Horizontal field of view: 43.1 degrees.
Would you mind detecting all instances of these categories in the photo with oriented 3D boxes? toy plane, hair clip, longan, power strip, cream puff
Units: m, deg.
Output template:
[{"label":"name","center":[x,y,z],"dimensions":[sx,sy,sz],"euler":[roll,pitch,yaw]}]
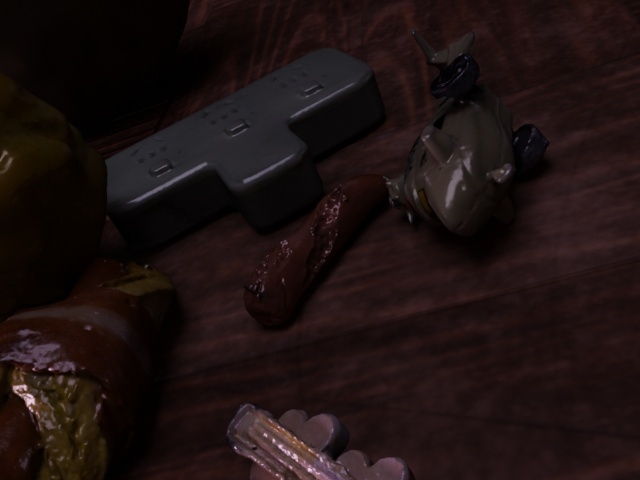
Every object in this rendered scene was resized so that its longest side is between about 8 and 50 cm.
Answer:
[{"label":"toy plane","center":[0.100,-0.091,0.609],"dimensions":[0.108,0.092,0.286],"euler":[-36,25,33]},{"label":"hair clip","center":[0.025,0.126,0.372],"dimensions":[0.062,0.056,0.214],"euler":[-53,30,-12]},{"label":"longan","center":[-0.362,-0.292,0.927],"dimensions":[0.404,0.404,0.436],"euler":[4,39,38]},{"label":"power strip","center":[-0.063,-0.077,0.712],"dimensions":[0.265,0.059,0.193],"euler":[-30,32,-8]},{"label":"cream puff","center":[-0.335,0.002,0.601],"dimensions":[0.324,0.291,0.257],"euler":[10,70,18]}]

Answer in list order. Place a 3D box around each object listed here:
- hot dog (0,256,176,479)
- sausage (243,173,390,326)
[{"label":"hot dog","center":[-0.169,0.086,0.516],"dimensions":[0.123,0.093,0.261],"euler":[-15,33,14]},{"label":"sausage","center":[0.000,0.000,0.582],"dimensions":[0.158,0.042,0.036],"euler":[-46,0,-32]}]
